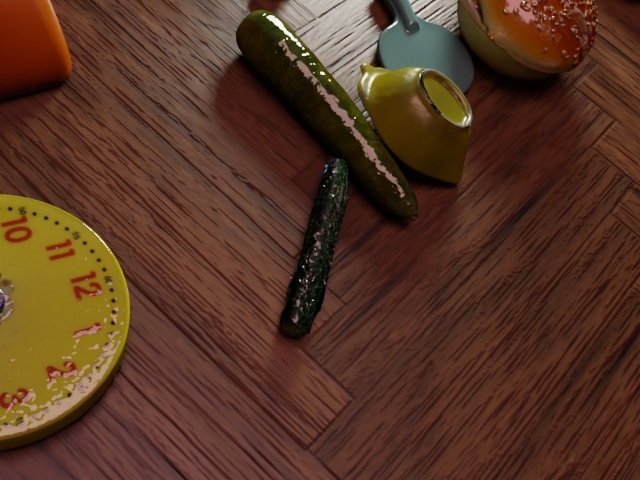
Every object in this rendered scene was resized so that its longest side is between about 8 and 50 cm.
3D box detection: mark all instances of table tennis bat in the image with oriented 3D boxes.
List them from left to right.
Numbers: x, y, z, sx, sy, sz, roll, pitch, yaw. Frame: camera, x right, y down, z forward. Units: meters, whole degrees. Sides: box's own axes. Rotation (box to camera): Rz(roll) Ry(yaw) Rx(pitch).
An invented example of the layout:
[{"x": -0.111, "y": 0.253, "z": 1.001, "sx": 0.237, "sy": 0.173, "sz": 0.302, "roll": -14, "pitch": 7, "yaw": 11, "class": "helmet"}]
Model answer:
[{"x": 0.139, "y": -0.299, "z": 1.282, "sx": 0.149, "sy": 0.038, "sz": 0.237, "roll": -13, "pitch": 69, "yaw": -23, "class": "table tennis bat"}]

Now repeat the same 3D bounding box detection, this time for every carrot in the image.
[{"x": 0.014, "y": -0.165, "z": 1.135, "sx": 0.074, "sy": 0.074, "sz": 0.358, "roll": -31, "pitch": 74, "yaw": -31, "class": "carrot"}]

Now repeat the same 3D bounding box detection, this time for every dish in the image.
[{"x": 0.141, "y": -0.174, "z": 1.147, "sx": 0.207, "sy": 0.080, "sz": 0.149, "roll": 50, "pitch": 40, "yaw": -2, "class": "dish"}]

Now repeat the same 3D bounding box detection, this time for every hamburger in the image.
[{"x": 0.310, "y": -0.343, "z": 1.298, "sx": 0.237, "sy": 0.147, "sz": 0.237, "roll": 8, "pitch": 60, "yaw": -15, "class": "hamburger"}]

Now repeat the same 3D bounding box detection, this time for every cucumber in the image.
[{"x": 0.000, "y": -0.001, "z": 1.037, "sx": 0.044, "sy": 0.043, "sz": 0.256, "roll": 22, "pitch": 57, "yaw": -12, "class": "cucumber"}]

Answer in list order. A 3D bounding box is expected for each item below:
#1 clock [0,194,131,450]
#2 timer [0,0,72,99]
[{"x": -0.336, "y": 0.071, "z": 0.868, "sx": 0.293, "sy": 0.071, "sz": 0.277, "roll": -21, "pitch": 67, "yaw": -28, "class": "clock"}, {"x": -0.456, "y": -0.273, "z": 1.027, "sx": 0.257, "sy": 0.161, "sz": 0.250, "roll": -23, "pitch": 84, "yaw": -29, "class": "timer"}]
